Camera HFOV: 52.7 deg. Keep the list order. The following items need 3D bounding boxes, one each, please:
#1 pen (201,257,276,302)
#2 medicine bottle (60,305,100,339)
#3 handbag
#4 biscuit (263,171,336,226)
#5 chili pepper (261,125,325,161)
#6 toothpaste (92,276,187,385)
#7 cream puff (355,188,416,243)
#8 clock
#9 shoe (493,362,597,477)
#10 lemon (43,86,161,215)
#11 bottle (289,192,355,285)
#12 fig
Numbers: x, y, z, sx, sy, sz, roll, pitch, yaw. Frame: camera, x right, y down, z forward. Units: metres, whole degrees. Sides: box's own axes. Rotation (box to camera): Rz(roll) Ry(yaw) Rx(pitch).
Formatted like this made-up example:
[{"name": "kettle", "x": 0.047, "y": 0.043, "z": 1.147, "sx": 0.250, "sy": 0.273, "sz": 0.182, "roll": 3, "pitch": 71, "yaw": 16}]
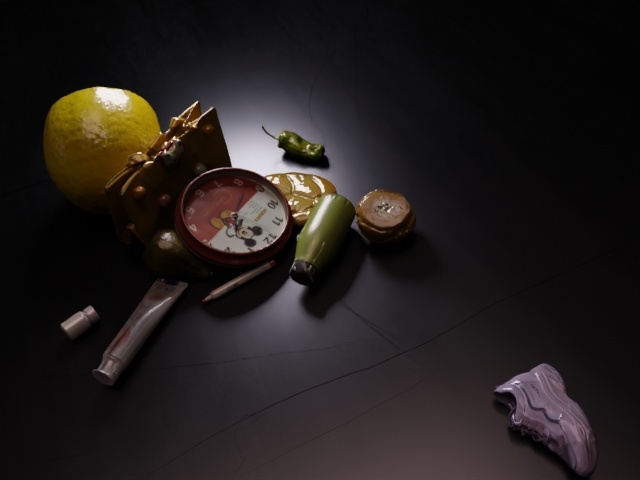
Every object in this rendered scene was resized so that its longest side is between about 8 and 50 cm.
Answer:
[{"name": "pen", "x": -0.214, "y": 0.107, "z": 1.693, "sx": 0.218, "sy": 0.026, "sz": 0.026, "roll": -29, "pitch": 51, "yaw": -15}, {"name": "medicine bottle", "x": -0.615, "y": 0.210, "z": 1.655, "sx": 0.089, "sy": 0.052, "sz": 0.052, "roll": -38, "pitch": 54, "yaw": -21}, {"name": "handbag", "x": -0.412, "y": -0.174, "z": 1.800, "sx": 0.133, "sy": 0.283, "sz": 0.401, "roll": 24, "pitch": 56, "yaw": 23}, {"name": "biscuit", "x": -0.076, "y": -0.129, "z": 1.861, "sx": 0.260, "sy": 0.041, "sz": 0.203, "roll": 22, "pitch": 58, "yaw": 21}, {"name": "chili pepper", "x": -0.081, "y": -0.299, "z": 1.993, "sx": 0.204, "sy": 0.073, "sz": 0.072, "roll": 24, "pitch": 39, "yaw": 14}, {"name": "toothpaste", "x": -0.452, "y": 0.214, "z": 1.621, "sx": 0.100, "sy": 0.066, "sz": 0.323, "roll": 9, "pitch": 47, "yaw": 23}, {"name": "cream puff", "x": 0.171, "y": -0.058, "z": 1.709, "sx": 0.165, "sy": 0.115, "sz": 0.150, "roll": 35, "pitch": 70, "yaw": 22}, {"name": "clock", "x": -0.233, "y": -0.063, "z": 1.746, "sx": 0.319, "sy": 0.080, "sz": 0.318, "roll": 7, "pitch": 54, "yaw": -10}, {"name": "shoe", "x": 0.456, "y": 0.369, "z": 1.311, "sx": 0.138, "sy": 0.095, "sz": 0.245, "roll": -18, "pitch": 45, "yaw": -1}, {"name": "lemon", "x": -0.614, "y": -0.235, "z": 1.858, "sx": 0.365, "sy": 0.364, "sz": 0.364, "roll": -5, "pitch": 49, "yaw": 6}, {"name": "bottle", "x": 0.000, "y": 0.000, "z": 1.691, "sx": 0.112, "sy": 0.112, "sz": 0.260, "roll": 13, "pitch": 55, "yaw": 20}, {"name": "fig", "x": -0.379, "y": 0.048, "z": 1.736, "sx": 0.132, "sy": 0.185, "sz": 0.126, "roll": -61, "pitch": 27, "yaw": 8}]
